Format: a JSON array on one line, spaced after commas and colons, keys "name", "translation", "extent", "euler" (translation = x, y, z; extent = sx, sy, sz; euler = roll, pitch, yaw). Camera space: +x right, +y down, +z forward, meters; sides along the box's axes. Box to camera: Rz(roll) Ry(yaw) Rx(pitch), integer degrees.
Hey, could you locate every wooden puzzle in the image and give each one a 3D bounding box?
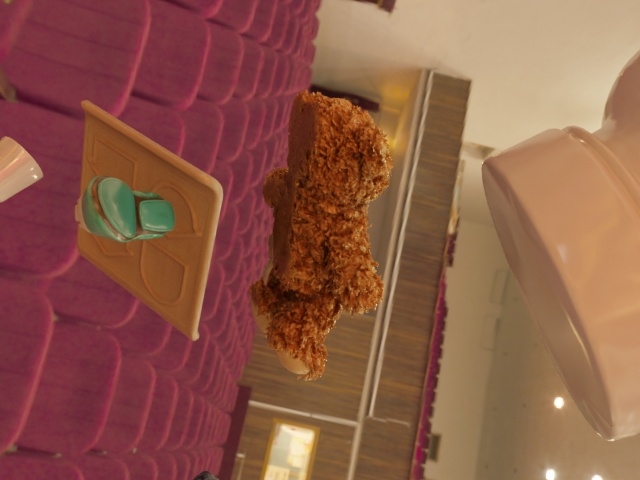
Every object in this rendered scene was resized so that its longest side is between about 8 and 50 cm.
[{"name": "wooden puzzle", "translation": [-0.296, -0.037, 1.185], "extent": [0.080, 0.322, 0.348], "euler": [-31, 144, -45]}]

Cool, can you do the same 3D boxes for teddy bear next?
[{"name": "teddy bear", "translation": [0.000, 0.000, 0.805], "extent": [0.245, 0.113, 0.338], "euler": [-160, -103, -65]}]

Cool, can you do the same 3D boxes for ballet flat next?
[{"name": "ballet flat", "translation": [-0.281, -0.034, 0.927], "extent": [0.247, 0.087, 0.083], "euler": [19, 64, -81]}]

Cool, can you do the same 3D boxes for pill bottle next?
[{"name": "pill bottle", "translation": [0.313, -0.044, 0.369], "extent": [0.229, 0.407, 0.229], "euler": [-22, 90, -84]}]

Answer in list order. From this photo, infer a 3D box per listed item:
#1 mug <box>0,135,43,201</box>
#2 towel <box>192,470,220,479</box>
[{"name": "mug", "translation": [-0.370, -0.073, 0.798], "extent": [0.064, 0.062, 0.078], "euler": [-49, 157, -25]}, {"name": "towel", "translation": [-0.069, 0.241, 0.530], "extent": [0.067, 0.119, 0.029], "euler": [-49, -166, -23]}]
